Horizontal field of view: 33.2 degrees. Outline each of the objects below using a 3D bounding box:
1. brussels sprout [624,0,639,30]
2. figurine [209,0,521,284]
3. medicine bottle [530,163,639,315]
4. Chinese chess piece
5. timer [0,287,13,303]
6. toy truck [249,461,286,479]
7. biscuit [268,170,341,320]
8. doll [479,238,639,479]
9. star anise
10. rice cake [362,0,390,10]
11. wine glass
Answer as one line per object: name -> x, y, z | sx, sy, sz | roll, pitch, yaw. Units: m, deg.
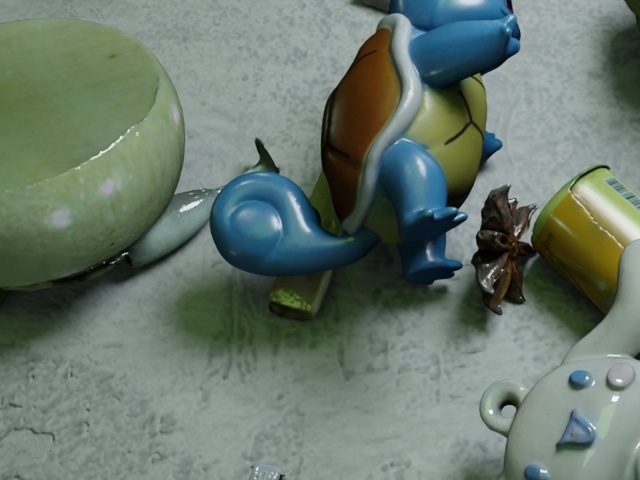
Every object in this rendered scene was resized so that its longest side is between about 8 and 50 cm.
brussels sprout -> 0.544, -0.315, 1.095 | 0.361, 0.425, 0.342 | 31, 53, -1
figurine -> 0.091, -0.096, 1.097 | 0.243, 0.298, 0.416 | 36, 82, 23
medicine bottle -> 0.328, 0.039, 1.073 | 0.124, 0.124, 0.239 | -35, 63, -14
Chinese chess piece -> -0.320, -0.100, 1.163 | 0.349, 0.146, 0.349 | -3, 42, 3
timer -> -0.394, 0.009, 1.213 | 0.140, 0.047, 0.128 | 26, 65, 20
toy truck -> -0.060, 0.255, 1.032 | 0.039, 0.044, 0.083 | 12, 62, 10
biscuit -> 0.000, 0.000, 1.172 | 0.056, 0.052, 0.188 | 21, 66, 5
doll -> 0.282, 0.230, 0.909 | 0.365, 0.187, 0.376 | 38, 107, 29
star anise -> 0.186, 0.010, 1.110 | 0.042, 0.141, 0.141 | 4, 58, 31
rice cake -> 0.137, -0.289, 1.335 | 0.207, 0.036, 0.047 | 26, 56, 20
wine glass -> -0.140, -0.040, 1.204 | 0.198, 0.066, 0.066 | -31, 61, -12
